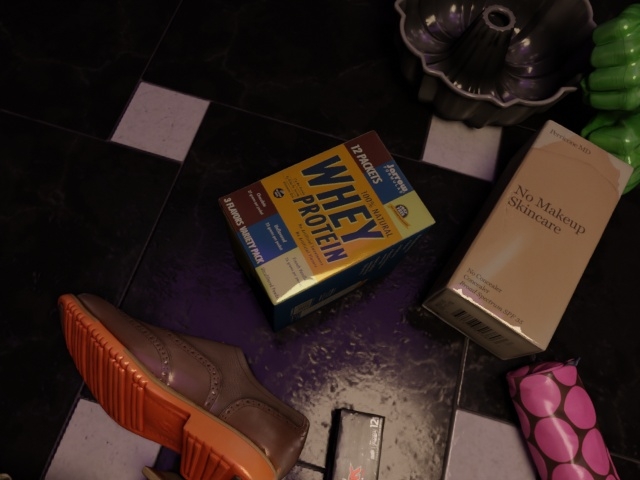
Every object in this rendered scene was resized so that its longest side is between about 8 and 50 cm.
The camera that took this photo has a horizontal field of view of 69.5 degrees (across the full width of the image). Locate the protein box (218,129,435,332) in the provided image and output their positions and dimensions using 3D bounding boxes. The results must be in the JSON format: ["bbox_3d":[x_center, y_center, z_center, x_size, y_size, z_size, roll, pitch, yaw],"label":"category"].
[{"bbox_3d":[0.000,0.000,0.592,0.201,0.199,0.135,-26,75,-14],"label":"protein box"}]

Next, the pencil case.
[{"bbox_3d":[0.322,0.260,0.588,0.098,0.095,0.209,-4,72,-28],"label":"pencil case"}]

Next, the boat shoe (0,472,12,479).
[{"bbox_3d":[-0.354,0.308,0.479,0.303,0.113,0.103,1,24,24],"label":"boat shoe"}]

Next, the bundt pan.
[{"bbox_3d":[0.274,-0.328,0.774,0.331,0.124,0.330,1,71,-4],"label":"bundt pan"}]

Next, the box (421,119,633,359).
[{"bbox_3d":[0.293,-0.003,0.660,0.148,0.121,0.311,33,71,8],"label":"box"}]

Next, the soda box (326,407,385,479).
[{"bbox_3d":[0.037,0.298,0.566,0.060,0.053,0.168,10,69,-1],"label":"soda box"}]

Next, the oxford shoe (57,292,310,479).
[{"bbox_3d":[-0.180,0.172,0.579,0.364,0.129,0.133,35,38,15],"label":"oxford shoe"}]

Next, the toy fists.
[{"bbox_3d":[0.455,-0.202,0.692,0.096,0.279,0.142,18,49,43],"label":"toy fists"}]

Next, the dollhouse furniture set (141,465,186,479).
[{"bbox_3d":[-0.165,0.423,0.477,0.259,0.135,0.262,27,69,23],"label":"dollhouse furniture set"}]
